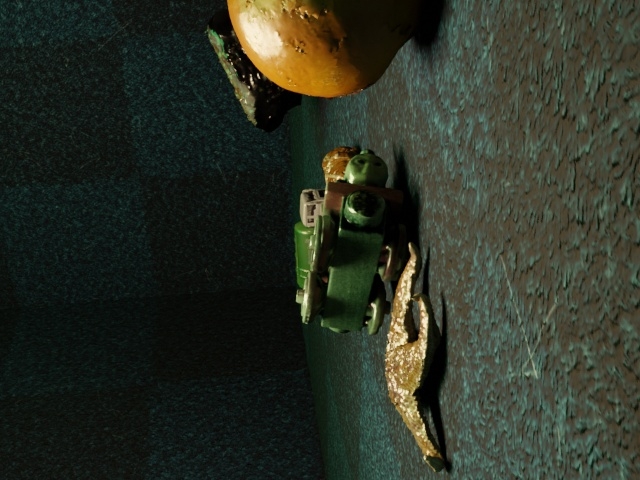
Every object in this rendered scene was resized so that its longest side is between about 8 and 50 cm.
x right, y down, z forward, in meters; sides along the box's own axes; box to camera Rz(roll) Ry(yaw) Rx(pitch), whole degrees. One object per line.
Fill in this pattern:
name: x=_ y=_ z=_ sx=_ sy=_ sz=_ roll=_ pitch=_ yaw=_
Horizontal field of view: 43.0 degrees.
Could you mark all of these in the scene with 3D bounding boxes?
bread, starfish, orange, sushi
bread: x=0.045 y=-0.130 z=1.605 sx=0.233 sy=0.076 sz=0.105 roll=-109 pitch=14 yaw=-65
starfish: x=0.118 y=0.164 z=1.139 sx=0.302 sy=0.060 sz=0.299 roll=117 pitch=146 yaw=-81
orange: x=0.005 y=-0.298 z=0.988 sx=0.246 sy=0.246 sz=0.246 roll=176 pitch=90 yaw=-85
sushi: x=-0.122 y=-0.493 z=2.192 sx=0.328 sy=0.285 sz=0.328 roll=63 pitch=177 yaw=8

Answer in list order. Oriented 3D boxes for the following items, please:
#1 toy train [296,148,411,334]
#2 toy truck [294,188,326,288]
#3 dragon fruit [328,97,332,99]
toy train: x=0.053 y=0.003 z=1.249 sx=0.304 sy=0.150 sz=0.221 roll=101 pitch=178 yaw=-50
toy truck: x=0.000 y=0.000 z=1.920 sx=0.101 sy=0.125 sz=0.242 roll=-104 pitch=12 yaw=-66
dragon fruit: x=-0.021 y=-0.445 z=1.860 sx=0.343 sy=0.100 sz=0.282 roll=-97 pitch=-4 yaw=-61
